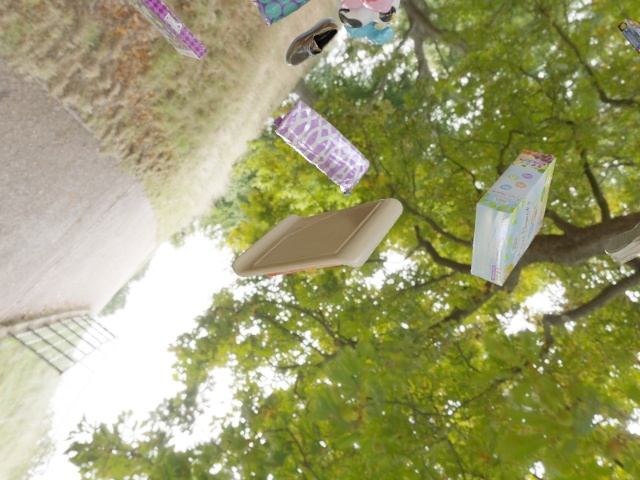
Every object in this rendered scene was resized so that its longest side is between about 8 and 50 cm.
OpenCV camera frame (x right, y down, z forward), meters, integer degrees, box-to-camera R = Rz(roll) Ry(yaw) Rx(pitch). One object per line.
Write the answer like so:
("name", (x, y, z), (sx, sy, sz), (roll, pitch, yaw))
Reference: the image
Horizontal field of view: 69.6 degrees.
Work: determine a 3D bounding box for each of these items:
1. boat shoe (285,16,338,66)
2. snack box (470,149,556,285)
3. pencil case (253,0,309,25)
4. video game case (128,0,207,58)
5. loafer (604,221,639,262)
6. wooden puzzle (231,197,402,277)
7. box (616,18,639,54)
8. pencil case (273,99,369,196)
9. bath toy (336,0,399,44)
("boat shoe", (-0.026, -0.576, 1.349), (0.183, 0.066, 0.066), (-39, -133, 17))
("snack box", (0.366, -0.046, 0.876), (0.070, 0.175, 0.207), (24, -129, 35))
("pencil case", (-0.080, -0.582, 1.101), (0.151, 0.070, 0.064), (-32, 180, 2))
("video game case", (-0.445, -0.623, 1.308), (0.042, 0.232, 0.210), (-50, -141, -2))
("loafer", (0.519, -0.007, 0.727), (0.125, 0.039, 0.045), (-39, -157, 35))
("wooden puzzle", (0.000, 0.000, 0.785), (0.238, 0.044, 0.221), (-5, -155, 32))
("box", (0.805, -0.503, 1.147), (0.137, 0.094, 0.027), (-12, 159, -34))
("pencil case", (0.005, -0.186, 0.919), (0.086, 0.206, 0.088), (-52, -164, -10))
("bath toy", (0.108, -0.542, 1.022), (0.151, 0.129, 0.348), (-27, 180, 11))
